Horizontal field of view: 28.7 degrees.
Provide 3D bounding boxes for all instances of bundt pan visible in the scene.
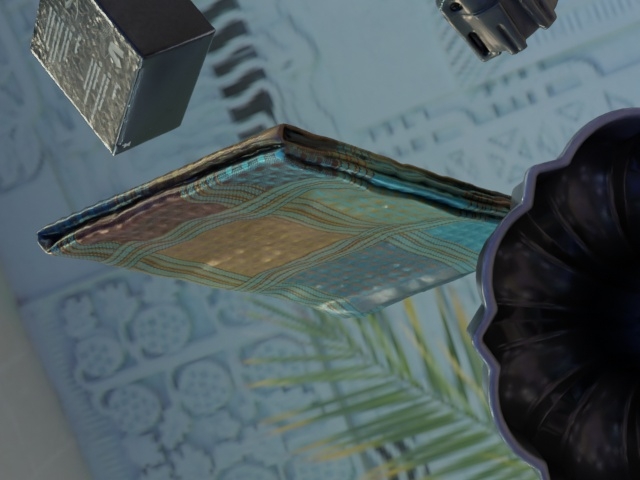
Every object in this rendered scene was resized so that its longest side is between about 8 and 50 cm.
[{"bbox_3d":[0.258,0.058,0.949,0.124,0.330,0.331,-174,61,-80],"label":"bundt pan"}]

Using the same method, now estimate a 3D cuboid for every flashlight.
[{"bbox_3d":[0.101,-0.292,1.059,0.304,0.103,0.103,43,-118,-31],"label":"flashlight"}]

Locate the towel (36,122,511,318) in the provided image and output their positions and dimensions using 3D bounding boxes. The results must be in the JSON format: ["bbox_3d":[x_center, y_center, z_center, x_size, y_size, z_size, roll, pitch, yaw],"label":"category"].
[{"bbox_3d":[0.000,0.000,1.013,0.370,0.271,0.040,13,-116,-47],"label":"towel"}]

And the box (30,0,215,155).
[{"bbox_3d":[-0.201,-0.200,1.246,0.093,0.156,0.158,-28,-109,-34],"label":"box"}]
